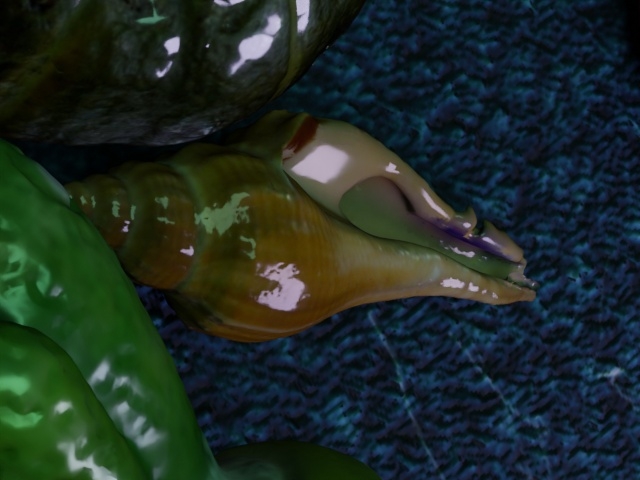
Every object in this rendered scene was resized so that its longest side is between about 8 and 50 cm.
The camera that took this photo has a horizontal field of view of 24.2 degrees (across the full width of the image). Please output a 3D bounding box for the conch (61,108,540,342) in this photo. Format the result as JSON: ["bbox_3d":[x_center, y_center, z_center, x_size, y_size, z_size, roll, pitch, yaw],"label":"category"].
[{"bbox_3d":[-0.004,0.002,0.747,0.330,0.093,0.109,13,62,-50],"label":"conch"}]

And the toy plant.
[{"bbox_3d":[-0.093,0.092,0.608,0.184,0.224,0.316,-38,109,-5],"label":"toy plant"}]

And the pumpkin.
[{"bbox_3d":[-0.103,-0.193,0.628,0.320,0.192,0.320,4,82,-31],"label":"pumpkin"}]

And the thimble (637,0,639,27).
[{"bbox_3d":[0.367,-0.150,0.888,0.350,0.230,0.350,2,85,-30],"label":"thimble"}]
